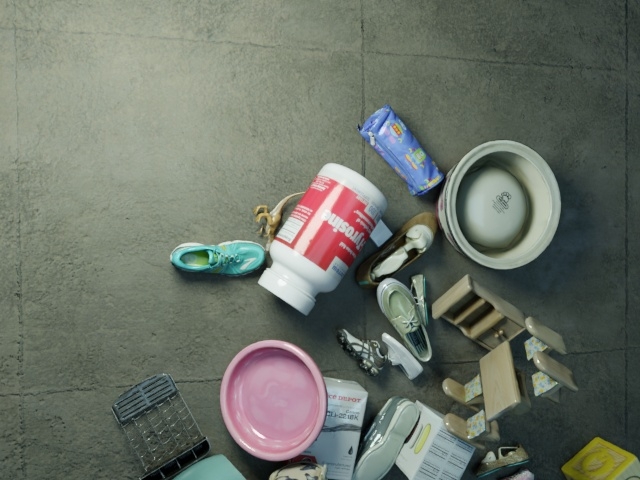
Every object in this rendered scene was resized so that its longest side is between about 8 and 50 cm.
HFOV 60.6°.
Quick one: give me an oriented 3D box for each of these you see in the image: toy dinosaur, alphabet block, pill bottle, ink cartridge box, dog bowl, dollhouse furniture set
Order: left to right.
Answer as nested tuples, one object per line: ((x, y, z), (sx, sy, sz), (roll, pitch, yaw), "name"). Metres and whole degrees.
((-0.141, -0.074, 1.652), (0.112, 0.064, 0.212), (20, 95, -32), "toy dinosaur")
((0.000, 0.000, 1.592), (0.229, 0.229, 0.408), (34, 83, -12), "pill bottle")
((0.016, 0.564, 1.663), (0.196, 0.114, 0.273), (12, 87, -13), "ink cartridge box")
((0.168, -0.042, 1.736), (0.063, 0.029, 0.115), (-41, 99, -10), "ink cartridge box")
((0.491, 0.332, 1.628), (0.256, 0.394, 0.362), (31, 125, -13), "dollhouse furniture set")
((0.556, -0.110, 1.769), (0.407, 0.150, 0.409), (0, 90, -13), "dog bowl")
((0.988, 0.833, 1.869), (0.192, 0.193, 0.197), (-36, 99, -13), "alphabet block")

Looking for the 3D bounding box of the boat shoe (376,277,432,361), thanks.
((0.273, 0.245, 1.691), (0.109, 0.094, 0.302), (-34, 115, -4), "boat shoe")

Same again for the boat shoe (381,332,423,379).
((0.250, 0.372, 1.750), (0.063, 0.066, 0.184), (-46, 110, -10), "boat shoe")

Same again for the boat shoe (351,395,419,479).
((0.186, 0.630, 1.721), (0.116, 0.099, 0.320), (39, 83, -28), "boat shoe")

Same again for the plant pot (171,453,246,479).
((-0.297, 0.745, 1.512), (0.235, 0.293, 0.293), (-41, 100, -23), "plant pot")

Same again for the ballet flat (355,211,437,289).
((0.257, 0.033, 1.709), (0.342, 0.124, 0.116), (-36, 97, -11), "ballet flat")

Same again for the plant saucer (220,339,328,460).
((-0.127, 0.454, 1.579), (0.331, 0.084, 0.333), (-2, 84, 21), "plant saucer")

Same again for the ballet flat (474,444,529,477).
((0.601, 0.739, 1.846), (0.206, 0.073, 0.067), (-11, 66, -16), "ballet flat")

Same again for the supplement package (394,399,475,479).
((0.348, 0.646, 1.705), (0.149, 0.194, 0.203), (31, 83, -13), "supplement package")

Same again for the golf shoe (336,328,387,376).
((0.129, 0.333, 1.716), (0.094, 0.077, 0.198), (-46, 108, -20), "golf shoe")

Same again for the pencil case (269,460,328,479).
((-0.044, 0.827, 1.507), (0.183, 0.160, 0.411), (-4, 91, 3), "pencil case")

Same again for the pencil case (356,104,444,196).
((0.250, -0.273, 1.703), (0.306, 0.119, 0.133), (49, 51, -10), "pencil case")

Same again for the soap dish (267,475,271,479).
((-0.072, 0.875, 1.645), (0.228, 0.118, 0.291), (13, 87, -14), "soap dish")

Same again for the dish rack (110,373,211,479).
((-0.459, 0.527, 1.554), (0.208, 0.074, 0.272), (-29, 89, -13), "dish rack")

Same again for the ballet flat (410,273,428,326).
((0.319, 0.194, 1.772), (0.052, 0.057, 0.169), (-4, 88, 14), "ballet flat")

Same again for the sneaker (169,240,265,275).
((-0.293, 0.056, 1.582), (0.274, 0.110, 0.107), (-3, 92, -14), "sneaker")

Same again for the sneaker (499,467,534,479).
((0.670, 0.807, 1.863), (0.134, 0.051, 0.070), (14, 86, -17), "sneaker")
